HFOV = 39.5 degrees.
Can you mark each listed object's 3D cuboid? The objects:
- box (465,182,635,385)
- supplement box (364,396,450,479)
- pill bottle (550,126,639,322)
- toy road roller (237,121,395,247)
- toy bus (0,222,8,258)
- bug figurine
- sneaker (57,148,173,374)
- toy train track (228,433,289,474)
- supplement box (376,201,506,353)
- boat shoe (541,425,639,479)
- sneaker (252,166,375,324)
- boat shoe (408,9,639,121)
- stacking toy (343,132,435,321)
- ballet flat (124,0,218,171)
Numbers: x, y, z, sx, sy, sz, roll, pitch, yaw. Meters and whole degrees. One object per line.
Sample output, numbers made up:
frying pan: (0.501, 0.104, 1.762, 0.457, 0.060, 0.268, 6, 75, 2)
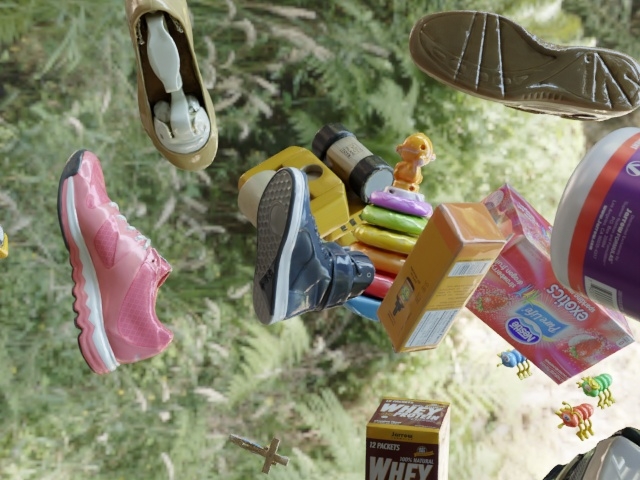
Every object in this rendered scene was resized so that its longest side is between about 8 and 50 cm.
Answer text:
box: (0.333, 0.074, 1.397, 0.300, 0.154, 0.142, 39, 27, -28)
supplement box: (0.159, 0.404, 1.610, 0.191, 0.129, 0.194, -23, 115, -75)
pill bottle: (0.393, 0.021, 0.833, 0.181, 0.323, 0.182, -29, 132, -38)
toy road roller: (0.005, -0.072, 1.926, 0.202, 0.329, 0.241, 46, -23, 39)
toy bus: (-0.661, 0.001, 1.592, 0.333, 0.108, 0.130, 89, -8, -74)
bug figurine: (0.542, 0.309, 2.014, 0.279, 0.216, 0.072, 45, -40, 33)
sneaker: (-0.278, 0.022, 1.242, 0.116, 0.136, 0.314, 117, -37, -80)
toy train track: (-0.078, 0.266, 1.139, 0.014, 0.083, 0.048, -3, 112, -76)
supplement box: (0.159, 0.055, 1.219, 0.233, 0.080, 0.078, -63, -141, 41)
boat shoe: (0.234, 0.349, 0.860, 0.340, 0.127, 0.158, -52, 176, -28)
sneaker: (-0.001, 0.000, 1.203, 0.086, 0.163, 0.226, 47, -44, 48)
boat shoe: (0.284, -0.236, 1.284, 0.123, 0.341, 0.123, 128, -29, -77)
stacking toy: (0.121, -0.027, 1.441, 0.166, 0.175, 0.302, -144, -113, -75)
ballet flat: (-0.156, -0.154, 0.919, 0.073, 0.080, 0.232, -107, -175, -51)
